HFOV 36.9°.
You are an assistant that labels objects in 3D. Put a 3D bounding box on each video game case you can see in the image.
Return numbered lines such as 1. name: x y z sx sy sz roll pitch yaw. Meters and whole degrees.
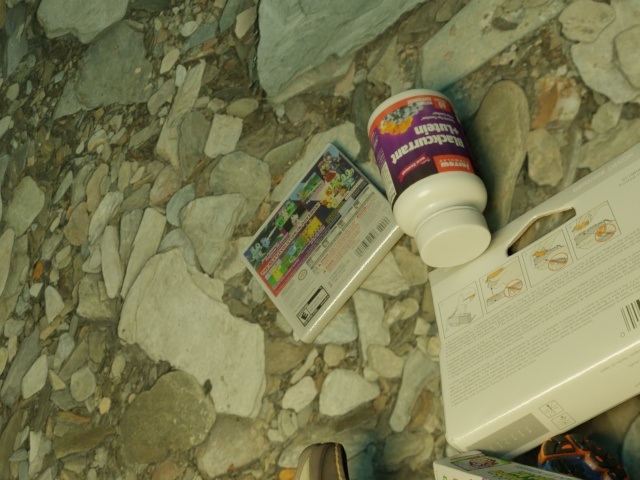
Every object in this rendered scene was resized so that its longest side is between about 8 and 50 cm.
1. video game case: 0.000 0.000 1.229 0.201 0.023 0.183 -51 49 12

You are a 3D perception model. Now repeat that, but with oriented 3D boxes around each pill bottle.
1. pill bottle: 0.126 -0.070 1.093 0.108 0.108 0.193 -33 53 25

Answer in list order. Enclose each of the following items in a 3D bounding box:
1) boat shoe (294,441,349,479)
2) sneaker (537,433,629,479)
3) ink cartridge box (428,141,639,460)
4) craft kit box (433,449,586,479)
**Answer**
1. boat shoe: 0.066 0.363 0.922 0.130 0.132 0.355 -16 68 1
2. sneaker: 0.275 0.274 0.858 0.221 0.083 0.087 49 140 32
3. ink cartridge box: 0.252 0.060 0.969 0.296 0.066 0.261 -34 28 24
4. craft kit box: 0.187 0.312 0.786 0.246 0.061 0.250 162 99 -72
